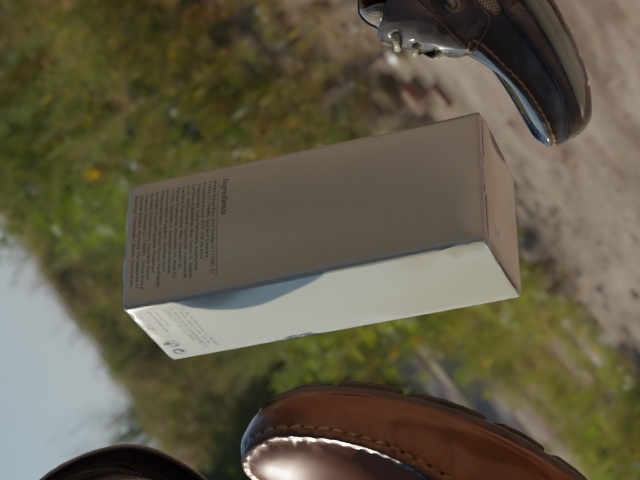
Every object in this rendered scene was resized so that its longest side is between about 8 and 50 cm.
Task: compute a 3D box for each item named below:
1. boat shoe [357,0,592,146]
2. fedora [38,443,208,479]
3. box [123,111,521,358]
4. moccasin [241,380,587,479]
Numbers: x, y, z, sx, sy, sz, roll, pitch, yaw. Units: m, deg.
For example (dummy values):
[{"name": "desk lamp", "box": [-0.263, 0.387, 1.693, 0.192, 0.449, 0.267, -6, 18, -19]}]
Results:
[{"name": "boat shoe", "box": [0.086, -0.212, 1.540, 0.355, 0.130, 0.132, 54, 179, -14]}, {"name": "fedora", "box": [-0.129, 0.284, 1.339, 0.243, 0.275, 0.124, 24, 165, -30]}, {"name": "box", "box": [0.000, 0.000, 1.372, 0.094, 0.275, 0.113, 55, -149, -54]}, {"name": "moccasin", "box": [0.113, 0.218, 1.103, 0.380, 0.147, 0.139, 38, 145, -9]}]
